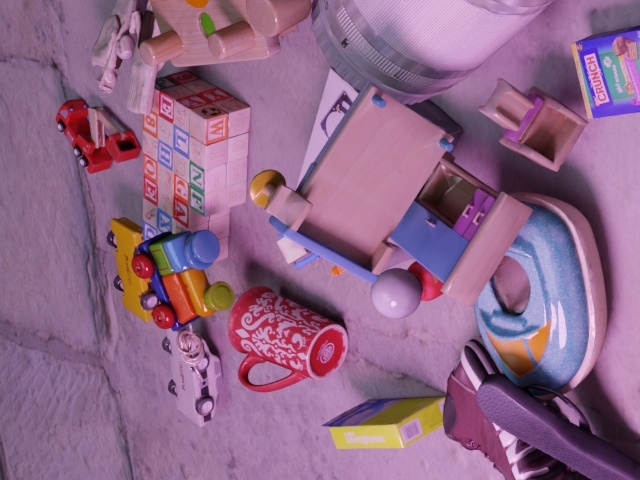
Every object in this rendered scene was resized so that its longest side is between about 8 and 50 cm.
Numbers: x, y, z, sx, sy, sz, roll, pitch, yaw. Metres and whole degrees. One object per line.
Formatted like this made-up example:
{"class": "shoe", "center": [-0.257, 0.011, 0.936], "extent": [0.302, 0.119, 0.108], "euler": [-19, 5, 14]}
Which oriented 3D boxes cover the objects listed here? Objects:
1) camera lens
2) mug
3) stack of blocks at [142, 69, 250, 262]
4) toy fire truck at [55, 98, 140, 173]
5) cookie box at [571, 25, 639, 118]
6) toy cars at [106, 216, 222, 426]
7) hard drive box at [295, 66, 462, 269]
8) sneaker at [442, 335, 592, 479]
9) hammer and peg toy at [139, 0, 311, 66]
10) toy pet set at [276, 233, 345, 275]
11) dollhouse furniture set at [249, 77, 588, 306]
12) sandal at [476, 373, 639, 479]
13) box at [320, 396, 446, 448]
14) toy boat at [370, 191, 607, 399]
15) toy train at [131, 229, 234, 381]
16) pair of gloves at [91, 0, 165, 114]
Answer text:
{"class": "camera lens", "center": [0.138, -0.305, 1.559], "extent": [0.219, 0.219, 0.274], "euler": [62, 143, 10]}
{"class": "mug", "center": [-0.048, 0.165, 2.118], "extent": [0.169, 0.113, 0.150], "euler": [19, 110, 41]}
{"class": "stack of blocks", "center": [-0.204, -0.103, 2.203], "extent": [0.171, 0.087, 0.297], "euler": [33, 131, 39]}
{"class": "toy fire truck", "center": [-0.403, -0.194, 2.447], "extent": [0.192, 0.047, 0.135], "euler": [55, 141, 19]}
{"class": "cookie box", "center": [0.338, -0.188, 1.511], "extent": [0.107, 0.040, 0.092], "euler": [-4, 104, 53]}
{"class": "toy cars", "center": [-0.260, 0.133, 2.398], "extent": [0.394, 0.087, 0.176], "euler": [62, 148, 4]}
{"class": "hard drive box", "center": [0.073, -0.102, 1.851], "extent": [0.181, 0.089, 0.232], "euler": [45, 138, 30]}
{"class": "sneaker", "center": [0.251, 0.276, 1.812], "extent": [0.281, 0.106, 0.162], "euler": [66, 150, 22]}
{"class": "hammer and peg toy", "center": [-0.132, -0.357, 1.727], "extent": [0.361, 0.127, 0.266], "euler": [4, 116, 55]}
{"class": "toy pet set", "center": [0.000, 0.000, 2.038], "extent": [0.114, 0.065, 0.122], "euler": [-30, 84, 18]}
{"class": "dollhouse furniture set", "center": [0.085, -0.111, 1.580], "extent": [0.286, 0.303, 0.198], "euler": [-59, 34, 7]}
{"class": "sandal", "center": [0.293, 0.229, 1.671], "extent": [0.254, 0.054, 0.097], "euler": [34, 156, -20]}
{"class": "box", "center": [0.095, 0.265, 1.983], "extent": [0.178, 0.109, 0.042], "euler": [-12, 99, 54]}
{"class": "toy boat", "center": [0.211, 0.070, 1.709], "extent": [0.318, 0.148, 0.267], "euler": [8, 113, 50]}
{"class": "toy train", "center": [-0.186, 0.101, 2.137], "extent": [0.143, 0.105, 0.248], "euler": [-13, 101, 48]}
{"class": "pair of gloves", "center": [-0.305, -0.321, 2.176], "extent": [0.240, 0.042, 0.204], "euler": [37, 112, 55]}
